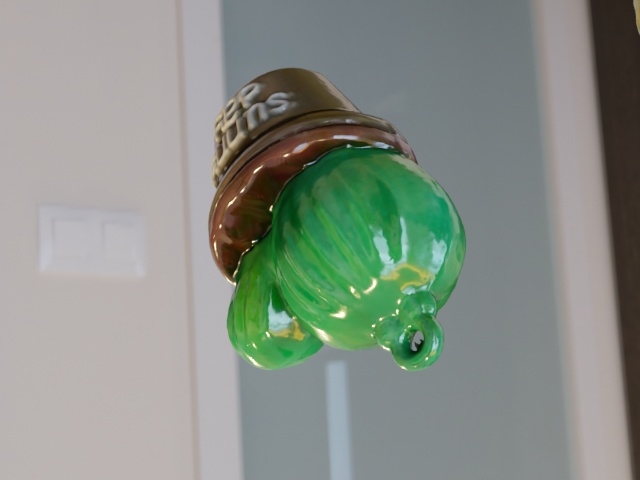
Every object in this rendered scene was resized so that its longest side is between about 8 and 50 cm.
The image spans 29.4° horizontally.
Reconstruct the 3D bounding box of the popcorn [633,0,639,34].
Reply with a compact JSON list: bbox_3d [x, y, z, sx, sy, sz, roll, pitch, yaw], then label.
[{"bbox_3d":[0.336,-0.116,0.572,0.326,0.290,0.321,11,171,-23],"label":"popcorn"}]

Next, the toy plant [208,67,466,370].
[{"bbox_3d":[0.000,0.000,0.624,0.143,0.200,0.105,-42,135,22],"label":"toy plant"}]
